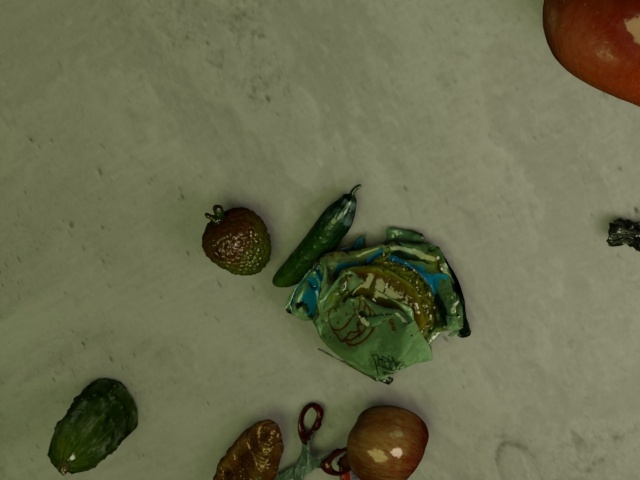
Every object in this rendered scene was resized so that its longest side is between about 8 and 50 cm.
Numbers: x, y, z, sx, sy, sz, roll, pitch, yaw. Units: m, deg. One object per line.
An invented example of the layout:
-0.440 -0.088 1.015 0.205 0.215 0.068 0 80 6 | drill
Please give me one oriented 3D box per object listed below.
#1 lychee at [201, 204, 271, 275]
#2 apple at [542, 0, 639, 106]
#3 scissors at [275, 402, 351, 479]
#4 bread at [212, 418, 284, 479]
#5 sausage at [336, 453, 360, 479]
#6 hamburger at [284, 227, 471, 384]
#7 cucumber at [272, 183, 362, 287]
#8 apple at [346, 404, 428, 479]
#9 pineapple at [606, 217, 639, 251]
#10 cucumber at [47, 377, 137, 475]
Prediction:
-0.145 -0.003 1.877 0.114 0.114 0.146 -29 117 25 | lychee
0.438 -0.294 1.503 0.272 0.251 0.206 22 121 -5 | apple
-0.036 0.423 2.025 0.144 0.017 0.247 51 123 24 | scissors
-0.124 0.414 2.039 0.105 0.076 0.233 46 122 19 | bread
0.059 0.464 2.018 0.048 0.050 0.145 -12 113 -11 | sausage
0.097 0.119 1.820 0.276 0.150 0.260 -34 98 25 | hamburger
0.000 0.000 1.860 0.056 0.056 0.250 40 119 1 | cucumber
0.112 0.355 1.901 0.131 0.146 0.146 25 115 4 | apple
0.522 -0.002 1.684 0.159 0.074 0.074 8 112 20 | pineapple
-0.437 0.365 2.037 0.134 0.244 0.134 3 109 10 | cucumber
